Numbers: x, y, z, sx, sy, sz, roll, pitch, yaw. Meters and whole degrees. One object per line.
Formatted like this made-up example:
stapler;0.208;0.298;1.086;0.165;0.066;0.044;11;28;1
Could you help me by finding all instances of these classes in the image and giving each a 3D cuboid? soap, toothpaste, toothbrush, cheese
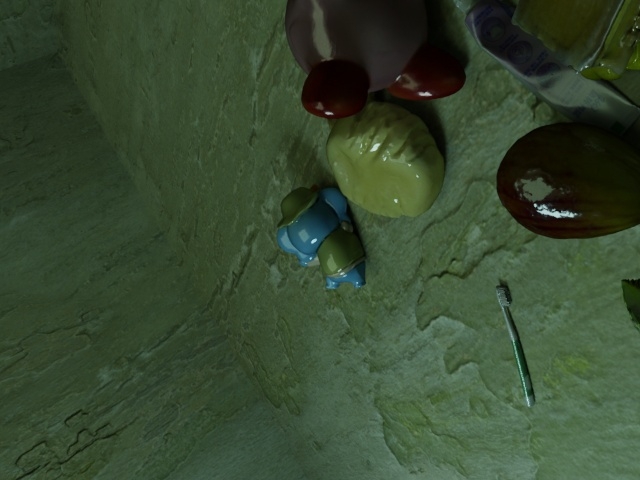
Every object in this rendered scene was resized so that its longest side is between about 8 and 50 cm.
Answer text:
soap;0.310;-0.310;0.791;0.135;0.076;0.233;54;146;36
toothpaste;0.294;-0.243;0.980;0.301;0.048;0.075;47;124;17
toothbrush;0.359;0.197;1.329;0.024;0.018;0.257;8;122;53
cheese;0.122;-0.140;1.310;0.214;0.117;0.226;18;143;36

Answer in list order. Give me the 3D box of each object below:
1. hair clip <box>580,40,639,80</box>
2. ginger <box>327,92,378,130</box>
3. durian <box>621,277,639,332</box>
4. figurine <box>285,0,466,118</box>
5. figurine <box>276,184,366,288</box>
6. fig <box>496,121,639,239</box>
hair clip;0.365;-0.221;0.861;0.173;0.046;0.072;26;127;55
ginger;0.062;-0.240;1.421;0.176;0.052;0.193;18;132;50
durian;0.507;0.175;0.843;0.355;0.169;0.157;53;154;31
figurine;0.052;-0.326;1.146;0.211;0.269;0.262;6;111;67
figurine;0.000;0.000;1.671;0.180;0.153;0.262;-21;92;54
fig;0.361;-0.069;0.915;0.274;0.146;0.170;12;162;46
